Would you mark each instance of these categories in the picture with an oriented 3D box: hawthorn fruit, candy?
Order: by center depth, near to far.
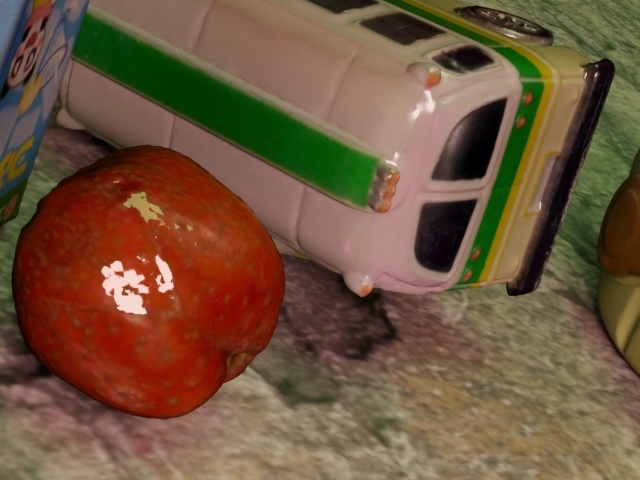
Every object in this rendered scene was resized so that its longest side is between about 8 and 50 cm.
[{"bbox_3d":[-0.077,0.020,0.717,0.128,0.128,0.128,21,24,-10],"label":"hawthorn fruit"},{"bbox_3d":[-0.155,-0.085,0.747,0.062,0.194,0.097,26,24,4],"label":"candy"}]

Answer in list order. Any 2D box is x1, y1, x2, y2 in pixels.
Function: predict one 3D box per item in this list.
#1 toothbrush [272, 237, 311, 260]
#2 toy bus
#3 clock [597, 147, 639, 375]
[{"bbox_3d":[0.000,0.000,0.943,0.263,0.022,0.026,4,19,-40],"label":"toothbrush"},{"bbox_3d":[-0.019,-0.086,0.911,0.305,0.143,0.179,30,24,31],"label":"toy bus"},{"bbox_3d":[0.304,0.044,1.033,0.286,0.117,0.348,30,25,11],"label":"clock"}]
